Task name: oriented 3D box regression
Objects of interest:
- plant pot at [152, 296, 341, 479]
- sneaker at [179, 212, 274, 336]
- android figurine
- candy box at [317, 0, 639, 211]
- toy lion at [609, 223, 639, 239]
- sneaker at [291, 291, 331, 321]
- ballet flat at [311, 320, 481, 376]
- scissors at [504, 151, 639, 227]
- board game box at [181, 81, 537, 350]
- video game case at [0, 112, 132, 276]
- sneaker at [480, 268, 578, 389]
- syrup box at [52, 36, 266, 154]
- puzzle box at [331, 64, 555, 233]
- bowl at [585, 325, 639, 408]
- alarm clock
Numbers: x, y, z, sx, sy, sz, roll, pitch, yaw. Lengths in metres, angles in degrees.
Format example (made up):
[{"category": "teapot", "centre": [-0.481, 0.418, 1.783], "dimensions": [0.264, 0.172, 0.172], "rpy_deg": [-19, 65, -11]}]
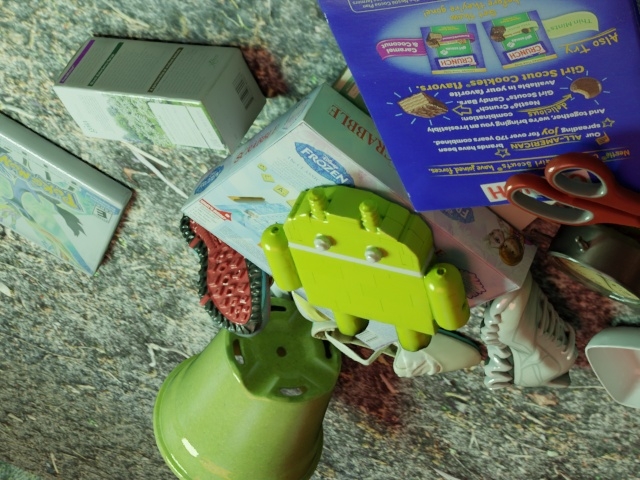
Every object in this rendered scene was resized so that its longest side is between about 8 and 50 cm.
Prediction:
[{"category": "plant pot", "centre": [-0.090, 0.225, 2.233], "dimensions": [0.276, 0.276, 0.254], "rpy_deg": [29, 142, 0]}, {"category": "sneaker", "centre": [-0.096, 0.037, 1.967], "dimensions": [0.104, 0.262, 0.125], "rpy_deg": [-41, 129, 18]}, {"category": "android figurine", "centre": [0.051, 0.031, 1.694], "dimensions": [0.248, 0.056, 0.273], "rpy_deg": [14, 149, 21]}, {"category": "candy box", "centre": [0.172, -0.172, 1.366], "dimensions": [0.268, 0.122, 0.317], "rpy_deg": [-5, 140, 20]}, {"category": "toy lion", "centre": [0.346, -0.033, 1.607], "dimensions": [0.096, 0.034, 0.100], "rpy_deg": [20, 153, 32]}, {"category": "sneaker", "centre": [0.000, 0.000, 1.947], "dimensions": [0.126, 0.091, 0.240], "rpy_deg": [-14, 129, 17]}, {"category": "ballet flat", "centre": [0.100, 0.148, 2.082], "dimensions": [0.248, 0.086, 0.086], "rpy_deg": [20, 151, 16]}, {"category": "scissors", "centre": [0.320, -0.021, 1.433], "dimensions": [0.297, 0.021, 0.109], "rpy_deg": [18, 148, -22]}, {"category": "board game box", "centre": [0.038, -0.015, 1.754], "dimensions": [0.319, 0.066, 0.318], "rpy_deg": [37, 149, -16]}, {"category": "video game case", "centre": [-0.458, -0.088, 2.249], "dimensions": [0.329, 0.036, 0.300], "rpy_deg": [30, 153, -4]}, {"category": "sneaker", "centre": [0.264, 0.108, 1.853], "dimensions": [0.118, 0.110, 0.292], "rpy_deg": [12, 157, 15]}, {"category": "syrup box", "centre": [-0.196, -0.177, 1.789], "dimensions": [0.237, 0.096, 0.093], "rpy_deg": [10, 145, 33]}, {"category": "puzzle box", "centre": [0.111, -0.082, 1.714], "dimensions": [0.272, 0.052, 0.409], "rpy_deg": [32, 152, -6]}, {"category": "bowl", "centre": [0.411, 0.155, 1.835], "dimensions": [0.142, 0.053, 0.142], "rpy_deg": [4, 145, 38]}, {"category": "alarm clock", "centre": [0.336, 0.033, 1.665], "dimensions": [0.192, 0.064, 0.129], "rpy_deg": [35, 173, -21]}]
